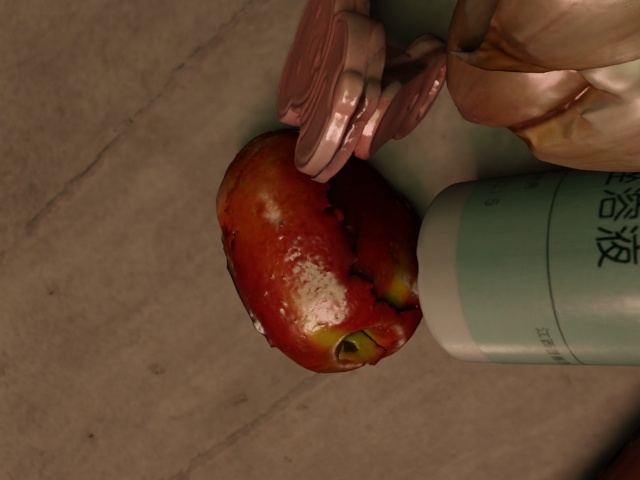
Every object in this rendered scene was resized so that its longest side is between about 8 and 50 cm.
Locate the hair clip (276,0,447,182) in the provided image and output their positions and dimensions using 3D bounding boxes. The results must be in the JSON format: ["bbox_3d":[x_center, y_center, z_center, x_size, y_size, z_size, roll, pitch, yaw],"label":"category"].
[{"bbox_3d":[0.008,-0.098,0.522,0.102,0.138,0.123,29,124,12],"label":"hair clip"}]

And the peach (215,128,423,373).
[{"bbox_3d":[0.005,-0.003,0.583,0.092,0.127,0.172,-33,72,34],"label":"peach"}]

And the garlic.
[{"bbox_3d":[0.157,-0.112,0.426,0.160,0.214,0.191,31,106,-5],"label":"garlic"}]

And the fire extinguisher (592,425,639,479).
[{"bbox_3d":[0.214,0.147,0.571,0.147,0.106,0.337,43,119,27],"label":"fire extinguisher"}]

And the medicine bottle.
[{"bbox_3d":[0.222,0.008,0.455,0.351,0.110,0.110,-4,109,37],"label":"medicine bottle"}]
